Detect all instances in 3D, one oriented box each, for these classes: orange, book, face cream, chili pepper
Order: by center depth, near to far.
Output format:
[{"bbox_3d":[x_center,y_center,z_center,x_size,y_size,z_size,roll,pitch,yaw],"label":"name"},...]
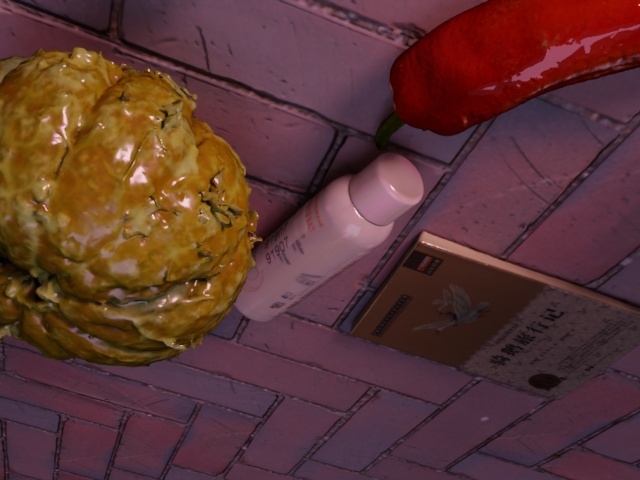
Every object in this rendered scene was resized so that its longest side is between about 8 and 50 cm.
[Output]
[{"bbox_3d":[0.186,-0.134,0.497,0.369,0.091,0.137,-9,149,26],"label":"chili pepper"},{"bbox_3d":[-0.202,-0.032,0.606,0.300,0.223,0.301,11,135,8],"label":"orange"},{"bbox_3d":[0.000,0.000,0.705,0.082,0.082,0.269,30,136,-22],"label":"face cream"},{"bbox_3d":[0.216,0.104,0.827,0.310,0.021,0.217,18,141,-9],"label":"book"}]
